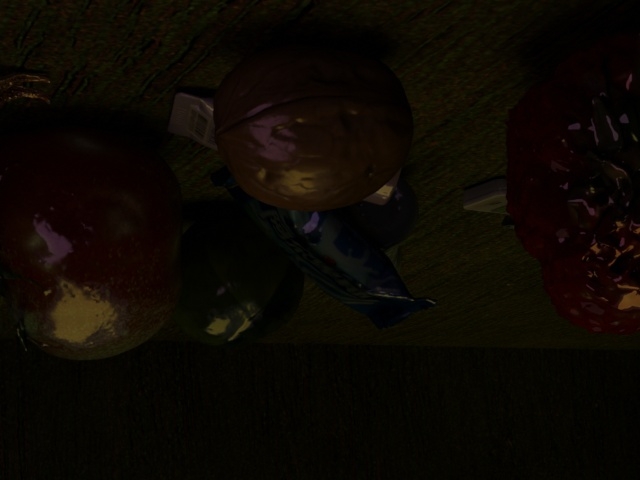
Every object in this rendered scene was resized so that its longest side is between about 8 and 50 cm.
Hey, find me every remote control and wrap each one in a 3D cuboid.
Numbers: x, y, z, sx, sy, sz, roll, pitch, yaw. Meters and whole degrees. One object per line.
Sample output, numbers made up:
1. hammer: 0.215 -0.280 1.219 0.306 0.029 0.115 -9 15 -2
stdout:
1. remote control: 0.341 -0.059 1.781 0.250 0.034 0.103 5 167 -30

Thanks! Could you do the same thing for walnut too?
1. walnut: -0.008 -0.112 1.158 0.207 0.167 0.167 -5 171 -27

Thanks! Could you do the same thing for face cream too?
1. face cream: -0.042 -0.117 1.369 0.273 0.096 0.154 14 169 -8

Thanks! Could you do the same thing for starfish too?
1. starfish: -0.362 -0.159 1.208 0.133 0.041 0.130 -6 166 21

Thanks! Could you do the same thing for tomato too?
1. tomato: -0.287 -0.011 1.440 0.239 0.304 0.303 -14 172 -15

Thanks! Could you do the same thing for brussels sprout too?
1. brussels sprout: -0.133 0.067 1.885 0.219 0.210 0.271 -49 162 6

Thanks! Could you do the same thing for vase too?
1. vase: 0.071 -0.010 1.766 0.143 0.143 0.299 0 165 -4

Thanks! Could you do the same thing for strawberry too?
1. strawberry: 0.301 -0.064 1.194 0.267 0.312 0.351 22 -177 -9

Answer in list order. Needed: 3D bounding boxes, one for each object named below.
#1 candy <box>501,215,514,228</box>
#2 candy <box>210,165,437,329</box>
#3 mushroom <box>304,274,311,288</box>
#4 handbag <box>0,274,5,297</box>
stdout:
1. candy: 0.373 -0.020 1.886 0.175 0.043 0.045 15 -166 26
2. candy: 0.000 0.000 1.601 0.331 0.077 0.187 44 155 -9
3. mushroom: -0.141 0.070 2.187 0.159 0.122 0.328 18 163 -27
4. handbag: -0.368 0.028 1.794 0.275 0.178 0.302 13 169 9
